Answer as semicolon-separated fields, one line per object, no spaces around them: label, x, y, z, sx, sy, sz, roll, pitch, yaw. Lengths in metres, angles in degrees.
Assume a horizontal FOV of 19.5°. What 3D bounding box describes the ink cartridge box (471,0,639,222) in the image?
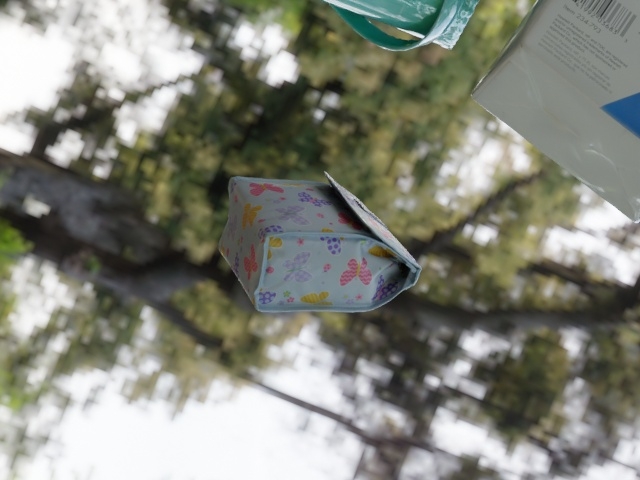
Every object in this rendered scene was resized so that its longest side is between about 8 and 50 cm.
ink cartridge box;0.212;-0.143;1.162;0.231;0.134;0.078;-54;-177;-29

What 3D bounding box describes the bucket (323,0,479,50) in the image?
bucket;0.053;-0.267;1.211;0.281;0.183;0.281;-156;-90;-90

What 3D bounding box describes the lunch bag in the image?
lunch bag;0.000;0.000;0.912;0.071;0.083;0.053;-124;-138;-59
